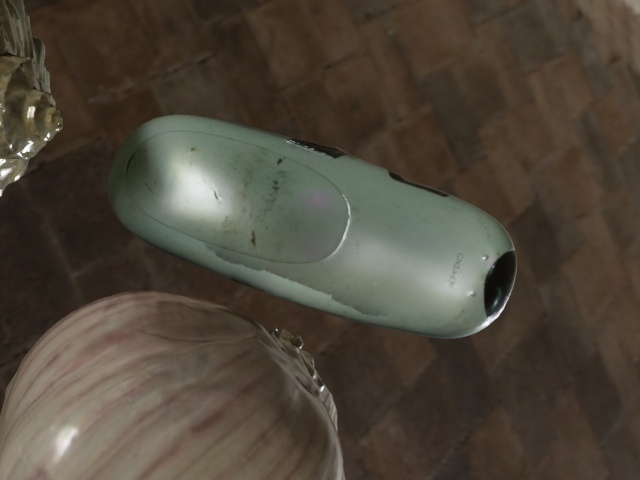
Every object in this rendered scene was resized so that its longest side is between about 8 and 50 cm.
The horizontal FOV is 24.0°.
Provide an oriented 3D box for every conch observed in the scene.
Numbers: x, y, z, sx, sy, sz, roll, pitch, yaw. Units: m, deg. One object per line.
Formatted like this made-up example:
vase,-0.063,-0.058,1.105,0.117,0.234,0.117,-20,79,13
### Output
conch,-0.227,-0.095,0.856,0.155,0.207,0.130,20,87,-69

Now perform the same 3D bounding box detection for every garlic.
garlic,-0.101,0.171,1.108,0.259,0.317,0.317,-40,109,-19

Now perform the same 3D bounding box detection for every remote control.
remote control,-0.009,-0.012,0.883,0.045,0.256,0.097,46,61,-76
